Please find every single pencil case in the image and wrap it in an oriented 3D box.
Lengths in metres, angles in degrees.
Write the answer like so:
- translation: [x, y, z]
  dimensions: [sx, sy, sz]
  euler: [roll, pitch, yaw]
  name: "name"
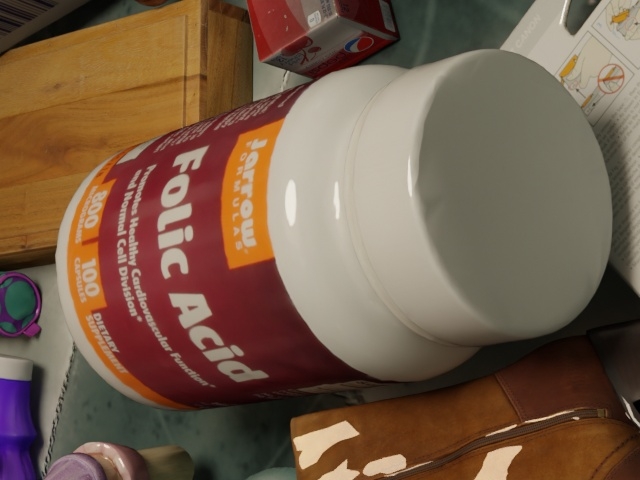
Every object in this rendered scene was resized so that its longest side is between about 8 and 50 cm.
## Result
- translation: [-0.347, 0.067, 1.609]
  dimensions: [0.152, 0.064, 0.070]
  euler: [-4, 118, 40]
  name: "pencil case"

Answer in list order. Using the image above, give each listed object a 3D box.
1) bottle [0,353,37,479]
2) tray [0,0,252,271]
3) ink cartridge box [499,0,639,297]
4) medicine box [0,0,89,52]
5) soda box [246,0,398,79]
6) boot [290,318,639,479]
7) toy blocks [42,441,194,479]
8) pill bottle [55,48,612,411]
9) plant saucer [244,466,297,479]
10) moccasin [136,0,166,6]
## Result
- translation: [-0.326, 0.248, 1.539]
  dimensions: [0.118, 0.092, 0.282]
  euler: [7, 87, 42]
  name: "bottle"
- translation: [-0.238, -0.088, 1.535]
  dimensions: [0.411, 0.076, 0.202]
  euler: [-8, 77, 41]
  name: "tray"
- translation: [0.255, -0.122, 1.114]
  dimensions: [0.275, 0.060, 0.239]
  euler: [-54, 52, 21]
  name: "ink cartridge box"
- translation: [-0.354, -0.331, 1.527]
  dimensions: [0.263, 0.149, 0.289]
  euler: [-27, 75, 19]
  name: "medicine box"
- translation: [-0.018, -0.272, 1.365]
  dimensions: [0.092, 0.083, 0.263]
  euler: [-26, 65, 35]
  name: "soda box"
- translation: [0.115, 0.191, 1.065]
  dimensions: [0.280, 0.096, 0.264]
  euler: [-18, 57, 11]
  name: "boot"
- translation: [-0.275, 0.312, 1.307]
  dimensions: [0.289, 0.260, 0.309]
  euler: [-1, 88, 26]
  name: "toy blocks"
- translation: [0.000, 0.000, 1.172]
  dimensions: [0.392, 0.224, 0.224]
  euler: [-14, 73, 49]
  name: "pill bottle"
- translation: [-0.043, 0.281, 1.322]
  dimensions: [0.195, 0.037, 0.195]
  euler: [-9, 76, 40]
  name: "plant saucer"
- translation: [-0.157, -0.393, 1.445]
  dimensions: [0.139, 0.147, 0.380]
  euler: [-13, 70, 15]
  name: "moccasin"
